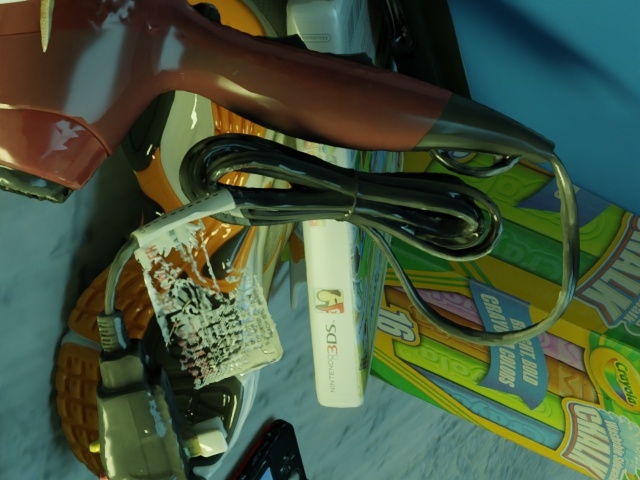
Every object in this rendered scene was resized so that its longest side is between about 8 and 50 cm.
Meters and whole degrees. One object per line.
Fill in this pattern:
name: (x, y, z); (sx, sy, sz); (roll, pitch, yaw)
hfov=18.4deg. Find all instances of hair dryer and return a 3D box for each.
hair dryer: (-0.041, -0.065, 0.776); (0.223, 0.080, 0.293); (-25, 99, -20)

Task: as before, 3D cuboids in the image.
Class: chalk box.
chalk box: (0.186, 0.029, 1.211); (0.180, 0.289, 0.179); (-55, 154, -27)

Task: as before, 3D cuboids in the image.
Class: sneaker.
sneaker: (-0.046, 0.002, 0.937); (0.121, 0.099, 0.262); (-30, 138, -62)

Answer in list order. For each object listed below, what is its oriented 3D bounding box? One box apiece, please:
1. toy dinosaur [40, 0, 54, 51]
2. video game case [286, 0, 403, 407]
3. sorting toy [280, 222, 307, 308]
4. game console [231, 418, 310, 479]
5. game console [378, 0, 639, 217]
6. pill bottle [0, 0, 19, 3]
toy dinosaur: (-0.042, -0.176, 0.700); (0.211, 0.112, 0.064); (-38, 120, 15)
video game case: (0.015, -0.069, 0.944); (0.227, 0.026, 0.206); (-78, 167, -57)
sorting toy: (0.000, 0.000, 1.103); (0.083, 0.045, 0.075); (-47, 157, -40)
game console: (-0.021, 0.203, 1.178); (0.144, 0.085, 0.124); (-55, 154, -28)
game console: (0.108, -0.145, 0.877); (0.293, 0.173, 0.250); (64, 25, -68)
pill bottle: (-0.111, -0.180, 0.607); (0.108, 0.108, 0.193); (-38, 143, -49)
